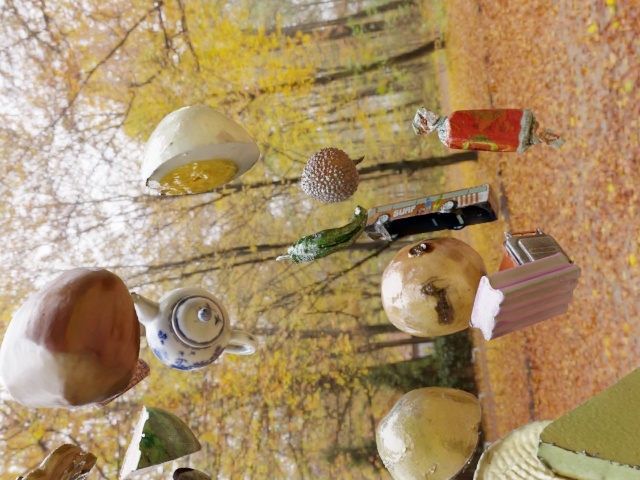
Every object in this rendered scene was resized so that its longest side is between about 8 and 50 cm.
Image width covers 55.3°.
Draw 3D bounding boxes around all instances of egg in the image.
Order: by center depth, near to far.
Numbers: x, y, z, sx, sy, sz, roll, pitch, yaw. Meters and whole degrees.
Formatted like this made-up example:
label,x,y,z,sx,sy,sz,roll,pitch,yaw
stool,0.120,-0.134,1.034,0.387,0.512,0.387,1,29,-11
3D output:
label,x,y,z,sx,sy,sz,roll,pitch,yaw
egg,-0.353,-0.271,1.705,0.337,0.337,0.201,30,-144,-78

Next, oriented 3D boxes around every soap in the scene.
label,x,y,z,sx,sy,sz,roll,pitch,yaw
soap,0.390,0.105,1.160,0.065,0.203,0.122,49,144,45

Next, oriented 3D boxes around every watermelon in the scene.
label,x,y,z,sx,sy,sz,roll,pitch,yaw
watermelon,-0.551,0.647,2.042,0.319,0.292,0.222,-9,-113,-40

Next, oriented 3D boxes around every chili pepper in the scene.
label,x,y,z,sx,sy,sz,roll,pitch,yaw
chili pepper,0.000,0.000,1.559,0.065,0.278,0.122,62,-172,-18

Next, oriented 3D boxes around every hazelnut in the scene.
label,x,y,z,sx,sy,sz,roll,pitch,yaw
hazelnut,-0.613,0.247,1.523,0.366,0.365,0.366,-5,-90,-80

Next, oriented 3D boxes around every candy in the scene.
label,x,y,z,sx,sy,sz,roll,pitch,yaw
candy,0.323,-0.215,1.188,0.059,0.292,0.086,56,-138,-67

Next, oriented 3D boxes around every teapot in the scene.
label,x,y,z,sx,sy,sz,roll,pitch,yaw
teapot,-0.382,0.256,1.830,0.280,0.423,0.252,-38,33,52

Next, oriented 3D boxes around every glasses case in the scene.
label,x,y,z,sx,sy,sz,roll,pitch,yaw
glasses case,-0.603,0.424,1.824,0.073,0.194,0.049,57,175,-20

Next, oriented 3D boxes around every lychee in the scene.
label,x,y,z,sx,sy,sz,roll,pitch,yaw
lychee,0.038,-0.187,1.730,0.165,0.197,0.165,56,170,15

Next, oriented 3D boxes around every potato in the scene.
label,x,y,z,sx,sy,sz,roll,pitch,yaw
potato,0.171,0.320,1.055,0.117,0.202,0.182,45,-171,-14

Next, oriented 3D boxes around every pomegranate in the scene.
label,x,y,z,sx,sy,sz,roll,pitch,yaw
pomegranate,0.331,0.136,1.774,0.322,0.322,0.322,-5,-90,-80

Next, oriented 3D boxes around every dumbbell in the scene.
label,x,y,z,sx,sy,sz,roll,pitch,yaw
dumbbell,-0.424,0.830,1.886,0.140,0.124,0.226,15,85,66

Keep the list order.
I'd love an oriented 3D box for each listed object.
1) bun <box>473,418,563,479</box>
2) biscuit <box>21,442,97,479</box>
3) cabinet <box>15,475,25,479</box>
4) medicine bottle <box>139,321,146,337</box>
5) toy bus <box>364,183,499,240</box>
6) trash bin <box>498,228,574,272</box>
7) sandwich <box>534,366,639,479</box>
label,x,y,z,sx,sy,sz,roll,pitch,yaw
bun,0.486,0.507,1.168,0.364,0.364,0.202,-63,-46,-72
biscuit,-0.615,0.559,1.434,0.183,0.047,0.320,-55,-10,-10
cabinet,-0.758,0.748,1.543,0.215,0.148,0.175,-56,22,23
medicine bottle,-0.668,0.325,2.219,0.091,0.058,0.058,27,-122,-74
toy bus,0.309,-0.072,1.765,0.093,0.408,0.092,51,-135,-35
trash bin,0.563,0.102,1.681,0.184,0.161,0.239,-111,22,-43
sandwich,0.391,0.232,0.754,0.212,0.244,0.063,-50,-31,-60
